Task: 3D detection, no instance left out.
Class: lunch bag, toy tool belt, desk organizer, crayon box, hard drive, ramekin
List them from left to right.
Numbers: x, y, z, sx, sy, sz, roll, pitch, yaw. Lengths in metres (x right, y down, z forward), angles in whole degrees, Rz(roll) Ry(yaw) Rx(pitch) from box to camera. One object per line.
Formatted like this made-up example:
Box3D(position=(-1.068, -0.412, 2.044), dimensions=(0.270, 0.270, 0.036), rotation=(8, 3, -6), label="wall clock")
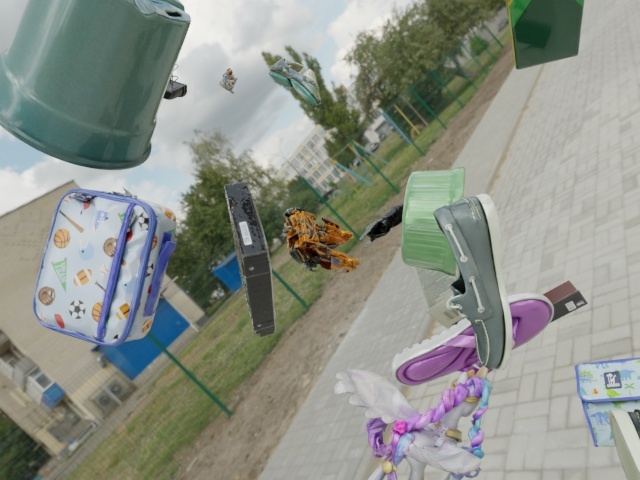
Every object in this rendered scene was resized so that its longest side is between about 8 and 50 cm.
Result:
Box3D(position=(-0.419, 0.044, 0.833), dimensions=(0.115, 0.243, 0.304), rotation=(13, -90, -76), label="lunch bag")
Box3D(position=(-0.284, -0.505, 1.334), dimensions=(0.052, 0.051, 0.083), rotation=(-52, 12, -29), label="toy tool belt")
Box3D(position=(-0.169, 0.057, 1.040), dimensions=(0.064, 0.237, 0.339), rotation=(-11, -41, -14), label="hard drive")
Box3D(position=(0.320, -0.058, 1.189), dimensions=(0.148, 0.304, 0.303), rotation=(5, 25, 17), label="ramekin")
Box3D(position=(0.310, -0.501, 0.605), dimensions=(0.106, 0.363, 0.313), rotation=(-5, -13, 26), label="crayon box")
Box3D(position=(0.556, 0.154, 1.005), dimensions=(0.130, 0.047, 0.050), rotation=(-36, 16, 20), label="desk organizer")
Box3D(position=(0.567, 0.302, 0.786), dimensions=(0.128, 0.096, 0.151), rotation=(-23, 61, 39), label="lunch bag")

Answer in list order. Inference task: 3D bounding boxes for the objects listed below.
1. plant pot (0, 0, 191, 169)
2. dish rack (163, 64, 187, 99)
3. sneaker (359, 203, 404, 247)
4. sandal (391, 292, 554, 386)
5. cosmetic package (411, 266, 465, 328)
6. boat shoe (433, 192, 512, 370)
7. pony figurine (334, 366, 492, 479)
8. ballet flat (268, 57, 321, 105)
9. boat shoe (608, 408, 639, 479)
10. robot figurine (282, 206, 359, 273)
Box3D(position=(-0.454, -0.383, 0.869), dimensions=(0.334, 0.341, 0.341), rotation=(-48, 2, 27), label="plant pot")
Box3D(position=(-0.447, -0.504, 1.059), dimensions=(0.074, 0.208, 0.272), rotation=(-71, -1, -49), label="dish rack")
Box3D(position=(0.181, -0.043, 1.170), dimensions=(0.170, 0.051, 0.089), rotation=(-35, 5, 2), label="sneaker")
Box3D(position=(0.363, 0.269, 0.994), dimensions=(0.416, 0.169, 0.102), rotation=(-36, 31, 25), label="sandal")
Box3D(position=(0.417, 0.126, 1.422), dimensions=(0.153, 0.129, 0.296), rotation=(-37, 33, 25), label="cosmetic package")
Box3D(position=(0.263, 0.081, 0.735), dimensions=(0.098, 0.320, 0.116), rotation=(-10, 13, 4), label="boat shoe")
Box3D(position=(0.204, 0.427, 0.881), dimensions=(0.302, 0.350, 0.364), rotation=(33, 107, 50), label="pony figurine")
Box3D(position=(-0.049, -0.382, 0.988), dimensions=(0.070, 0.188, 0.070), rotation=(-34, -33, -25), label="ballet flat")
Box3D(position=(0.485, 0.377, 0.517), dimensions=(0.112, 0.127, 0.340), rotation=(-14, 38, 18), label="boat shoe")
Box3D(position=(0.000, 0.000, 1.302), dimensions=(0.085, 0.211, 0.291), rotation=(-29, -32, 30), label="robot figurine")
